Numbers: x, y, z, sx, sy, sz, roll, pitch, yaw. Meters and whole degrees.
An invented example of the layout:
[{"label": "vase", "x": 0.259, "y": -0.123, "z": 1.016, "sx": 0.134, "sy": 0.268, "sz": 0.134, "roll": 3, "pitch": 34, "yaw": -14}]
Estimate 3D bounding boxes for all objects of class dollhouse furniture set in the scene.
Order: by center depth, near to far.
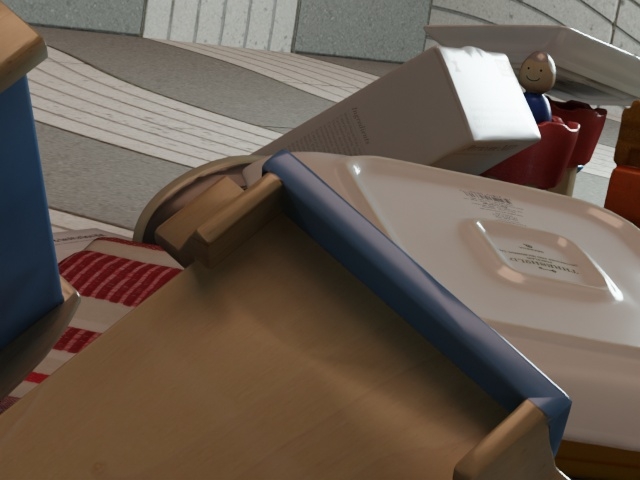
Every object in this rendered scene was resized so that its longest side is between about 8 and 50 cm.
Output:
[{"label": "dollhouse furniture set", "x": -0.106, "y": 0.110, "z": 0.654, "sx": 0.303, "sy": 0.198, "sz": 0.286, "roll": 40, "pitch": 65, "yaw": 20}]

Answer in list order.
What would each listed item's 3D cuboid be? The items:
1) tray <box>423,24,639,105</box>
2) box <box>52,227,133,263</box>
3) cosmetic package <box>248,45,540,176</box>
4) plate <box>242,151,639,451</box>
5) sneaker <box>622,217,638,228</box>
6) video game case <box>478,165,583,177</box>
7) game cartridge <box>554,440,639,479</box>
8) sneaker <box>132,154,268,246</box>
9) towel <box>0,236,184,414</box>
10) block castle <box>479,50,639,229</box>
[{"label": "tray", "x": 0.221, "y": -0.154, "z": 1.648, "sx": 0.145, "sy": 0.030, "sz": 0.270, "roll": 4, "pitch": -4, "yaw": 37}, {"label": "box", "x": -0.115, "y": 0.033, "z": 1.211, "sx": 0.186, "sy": 0.038, "sz": 0.145, "roll": 14, "pitch": 10, "yaw": 26}, {"label": "cosmetic package", "x": 0.042, "y": -0.062, "z": 1.422, "sx": 0.231, "sy": 0.085, "sz": 0.117, "roll": -28, "pitch": -12, "yaw": 32}, {"label": "plate", "x": 0.116, "y": 0.025, "z": 1.028, "sx": 0.277, "sy": 0.045, "sz": 0.278, "roll": 10, "pitch": 24, "yaw": -22}, {"label": "sneaker", "x": 0.125, "y": 0.023, "z": 1.378, "sx": 0.234, "sy": 0.078, "sz": 0.106, "roll": 1, "pitch": 27, "yaw": 12}, {"label": "video game case", "x": 0.170, "y": -0.045, "z": 1.777, "sx": 0.166, "sy": 0.119, "sz": 0.015, "roll": -3, "pitch": 60, "yaw": -52}, {"label": "game cartridge", "x": 0.188, "y": 0.092, "z": 1.171, "sx": 0.285, "sy": 0.053, "sz": 0.324, "roll": 8, "pitch": 13, "yaw": -10}, {"label": "sneaker", "x": 0.000, "y": 0.000, "z": 1.144, "sx": 0.222, "sy": 0.083, "sz": 0.118, "roll": -8, "pitch": 24, "yaw": -33}, {"label": "towel", "x": -0.064, "y": 0.072, "z": 0.931, "sx": 0.237, "sy": 0.037, "sz": 0.329, "roll": 12, "pitch": 17, "yaw": 10}, {"label": "block castle", "x": 0.357, "y": -0.029, "z": 1.529, "sx": 0.453, "sy": 0.213, "sz": 0.303, "roll": 13, "pitch": 10, "yaw": 14}]
